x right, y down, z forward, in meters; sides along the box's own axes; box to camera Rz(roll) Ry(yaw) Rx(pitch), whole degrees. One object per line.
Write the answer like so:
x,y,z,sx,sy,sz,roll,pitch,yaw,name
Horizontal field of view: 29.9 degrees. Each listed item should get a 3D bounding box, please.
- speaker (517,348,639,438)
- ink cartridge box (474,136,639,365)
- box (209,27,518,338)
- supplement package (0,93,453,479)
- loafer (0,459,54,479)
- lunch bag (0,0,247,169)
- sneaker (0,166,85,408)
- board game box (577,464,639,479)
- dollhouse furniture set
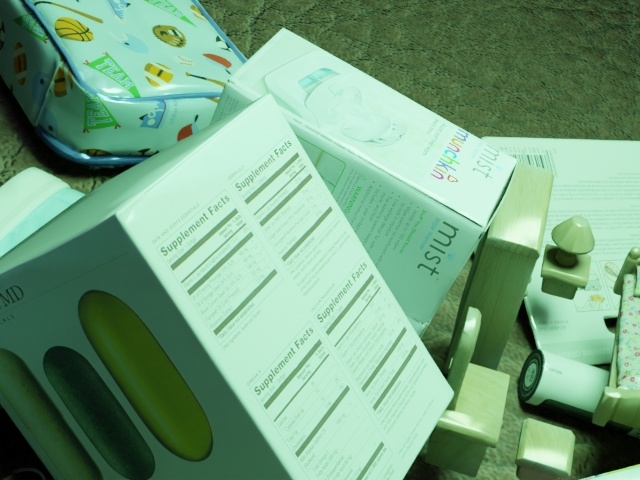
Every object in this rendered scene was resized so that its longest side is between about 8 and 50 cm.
0.264,0.150,1.161,0.136,0.055,0.055,19,38,-11,speaker
0.307,0.016,1.336,0.296,0.066,0.261,-1,71,-31,ink cartridge box
0.000,0.000,1.011,0.231,0.262,0.127,29,37,4,box
-0.080,0.079,0.838,0.263,0.199,0.198,58,37,-12,supplement package
-0.199,0.185,0.840,0.062,0.061,0.170,39,38,17,loafer
-0.203,-0.192,1.240,0.243,0.115,0.303,-6,48,-39,lunch bag
-0.231,0.070,0.898,0.150,0.135,0.366,24,38,2,sneaker
0.306,0.280,0.922,0.316,0.064,0.242,-12,47,-7,board game box
0.299,0.084,1.030,0.355,0.174,0.303,16,41,6,dollhouse furniture set
